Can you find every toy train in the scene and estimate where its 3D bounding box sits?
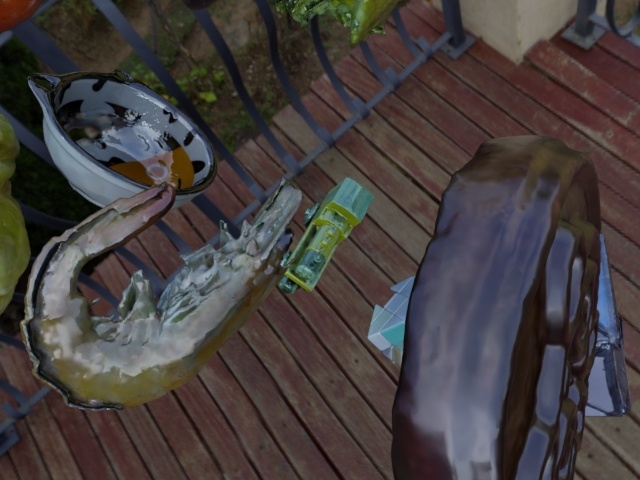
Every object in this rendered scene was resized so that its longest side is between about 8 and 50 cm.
[{"bbox_3d":[0.000,0.000,1.822,0.150,0.237,0.369,36,61,-11],"label":"toy train"}]

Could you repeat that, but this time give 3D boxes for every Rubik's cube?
[{"bbox_3d":[0.274,0.239,1.615,0.224,0.213,0.265,-30,24,36],"label":"Rubik's cube"},{"bbox_3d":[0.500,0.198,1.331,0.307,0.310,0.305,-10,45,27],"label":"Rubik's cube"}]

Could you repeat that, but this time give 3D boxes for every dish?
[{"bbox_3d":[-0.314,-0.137,0.949,0.120,0.303,0.303,-50,56,30],"label":"dish"}]

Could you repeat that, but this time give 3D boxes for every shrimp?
[{"bbox_3d":[-0.126,0.027,0.483,0.253,0.173,0.058,-52,31,-4],"label":"shrimp"}]

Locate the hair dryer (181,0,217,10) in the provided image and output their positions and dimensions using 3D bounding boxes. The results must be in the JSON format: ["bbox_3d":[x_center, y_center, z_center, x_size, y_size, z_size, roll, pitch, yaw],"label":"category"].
[{"bbox_3d":[-0.140,-0.649,1.332,0.359,0.303,0.120,-33,88,-44],"label":"hair dryer"}]

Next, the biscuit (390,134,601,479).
[{"bbox_3d":[0.183,0.113,0.521,0.091,0.407,0.407,5,68,31],"label":"biscuit"}]

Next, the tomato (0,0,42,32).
[{"bbox_3d":[-0.507,-0.410,0.895,0.195,0.195,0.136,-43,67,-4],"label":"tomato"}]

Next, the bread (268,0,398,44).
[{"bbox_3d":[0.082,-0.496,0.916,0.208,0.251,0.376,29,102,-7],"label":"bread"}]

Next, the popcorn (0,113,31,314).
[{"bbox_3d":[-0.579,-0.016,0.905,0.292,0.293,0.334,-13,90,-11],"label":"popcorn"}]
